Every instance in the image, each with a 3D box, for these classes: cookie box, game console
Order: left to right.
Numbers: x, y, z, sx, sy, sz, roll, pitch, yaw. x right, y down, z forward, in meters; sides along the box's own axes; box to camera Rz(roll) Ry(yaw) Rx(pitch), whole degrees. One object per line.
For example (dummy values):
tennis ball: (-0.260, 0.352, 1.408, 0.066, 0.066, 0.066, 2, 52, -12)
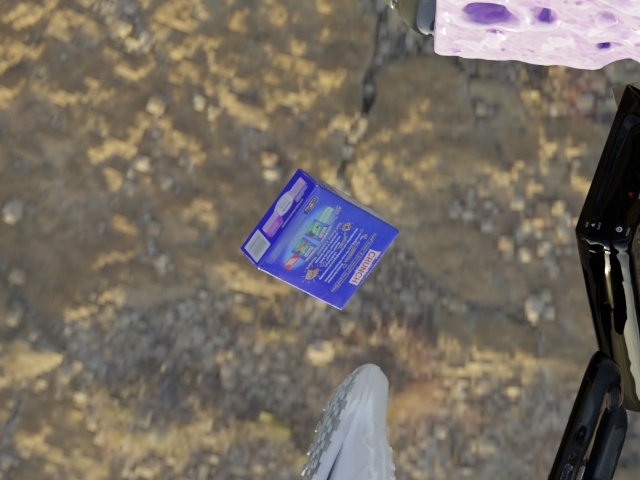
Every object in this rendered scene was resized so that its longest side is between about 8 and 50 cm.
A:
cookie box: (0.000, 0.000, 1.647, 0.107, 0.040, 0.092, 29, 102, -39)
game console: (0.174, 0.095, 1.196, 0.044, 0.361, 0.213, 11, 149, 22)

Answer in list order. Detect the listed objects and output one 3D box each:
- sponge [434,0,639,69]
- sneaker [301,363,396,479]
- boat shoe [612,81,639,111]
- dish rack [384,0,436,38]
sponge: (0.084, -0.094, 0.360, 0.117, 0.031, 0.210, 8, 156, 5)
sneaker: (0.030, 0.225, 1.646, 0.095, 0.235, 0.090, 17, 166, -5)
boat shoe: (0.356, -0.013, 1.749, 0.104, 0.110, 0.307, -14, 119, 9)
dish rack: (0.142, -0.253, 1.540, 0.272, 0.208, 0.074, -13, 136, -29)
